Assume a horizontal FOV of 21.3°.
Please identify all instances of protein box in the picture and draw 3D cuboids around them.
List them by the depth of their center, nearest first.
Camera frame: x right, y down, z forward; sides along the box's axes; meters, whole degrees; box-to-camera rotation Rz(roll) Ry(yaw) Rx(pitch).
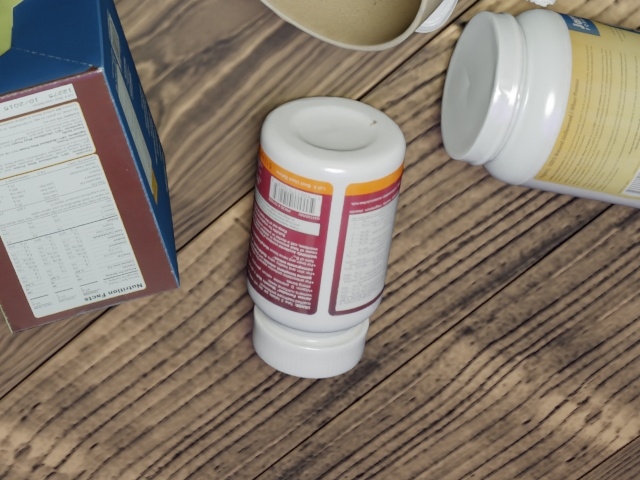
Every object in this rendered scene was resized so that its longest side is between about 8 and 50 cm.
[{"bbox_3d":[-0.203,-0.078,1.302,0.136,0.200,0.201,-15,126,1],"label":"protein box"}]

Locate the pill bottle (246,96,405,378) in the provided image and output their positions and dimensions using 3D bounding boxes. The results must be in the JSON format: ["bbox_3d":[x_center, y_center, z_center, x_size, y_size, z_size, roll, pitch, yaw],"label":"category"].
[{"bbox_3d":[0.000,0.000,1.440,0.121,0.121,0.221,1,124,-10],"label":"pill bottle"}]

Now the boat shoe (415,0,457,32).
[{"bbox_3d":[0.098,-0.239,1.326,0.066,0.063,0.184,8,122,-15],"label":"boat shoe"}]

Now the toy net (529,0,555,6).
[{"bbox_3d":[0.197,-0.294,1.320,0.122,0.045,0.232,-4,127,-10],"label":"toy net"}]

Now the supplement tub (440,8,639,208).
[{"bbox_3d":[0.212,-0.108,1.387,0.199,0.144,0.144,10,122,-16],"label":"supplement tub"}]

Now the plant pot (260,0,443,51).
[{"bbox_3d":[0.032,-0.300,1.177,0.191,0.284,0.284,-41,129,-24],"label":"plant pot"}]
